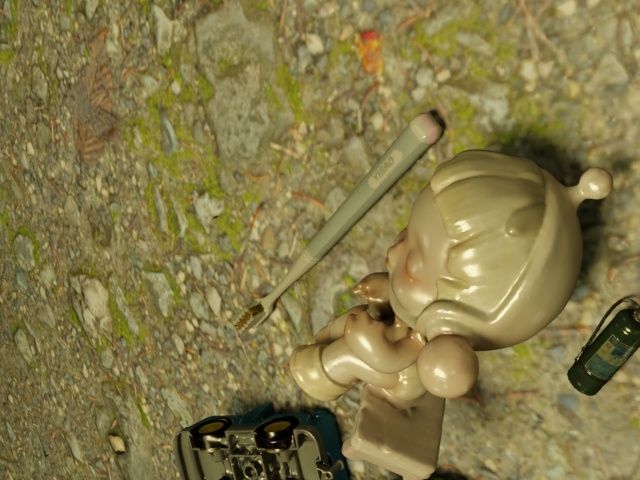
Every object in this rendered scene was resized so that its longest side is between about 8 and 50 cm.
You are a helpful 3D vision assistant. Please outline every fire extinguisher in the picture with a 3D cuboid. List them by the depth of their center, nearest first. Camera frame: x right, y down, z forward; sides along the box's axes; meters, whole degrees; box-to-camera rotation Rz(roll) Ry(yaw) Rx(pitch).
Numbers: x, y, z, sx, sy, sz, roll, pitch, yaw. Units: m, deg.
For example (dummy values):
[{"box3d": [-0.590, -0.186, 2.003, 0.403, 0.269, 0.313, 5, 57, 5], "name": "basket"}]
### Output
[{"box3d": [0.199, 0.068, 0.505, 0.083, 0.025, 0.038, -65, 35, 38], "name": "fire extinguisher"}]

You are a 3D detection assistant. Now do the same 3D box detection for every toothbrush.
[{"box3d": [0.002, -0.001, 0.683, 0.025, 0.030, 0.342, 54, 134, 11], "name": "toothbrush"}]

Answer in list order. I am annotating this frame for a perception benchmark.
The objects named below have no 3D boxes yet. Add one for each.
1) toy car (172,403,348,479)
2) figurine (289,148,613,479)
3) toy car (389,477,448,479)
[{"box3d": [-0.054, 0.229, 0.785, 0.191, 0.100, 0.097, -9, 98, 28], "name": "toy car"}, {"box3d": [0.092, 0.044, 0.516, 0.144, 0.182, 0.257, 39, 129, 10], "name": "figurine"}, {"box3d": [0.075, 0.337, 0.673, 0.235, 0.145, 0.235, 47, 152, 35], "name": "toy car"}]
